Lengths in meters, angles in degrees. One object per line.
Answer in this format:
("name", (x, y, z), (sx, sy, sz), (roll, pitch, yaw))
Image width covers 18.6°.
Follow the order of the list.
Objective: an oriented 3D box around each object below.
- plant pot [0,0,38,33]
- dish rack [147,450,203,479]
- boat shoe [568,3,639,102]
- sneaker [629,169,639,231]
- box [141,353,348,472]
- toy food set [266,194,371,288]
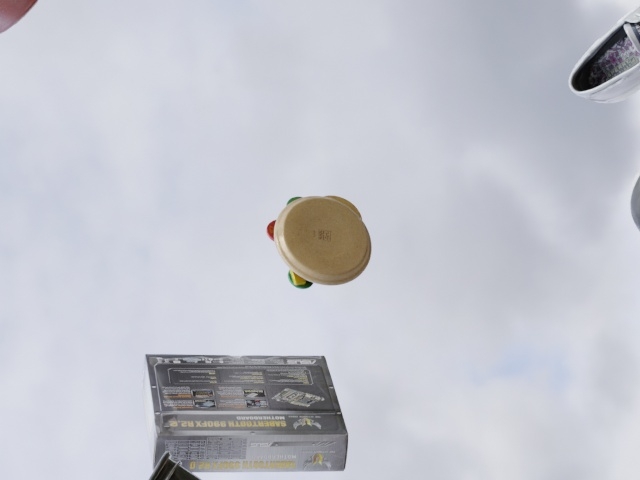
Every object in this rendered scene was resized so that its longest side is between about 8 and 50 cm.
("plant pot", (-0.418, -0.363, 2.082), (0.265, 0.272, 0.272), (30, -132, -32))
("dish rack", (-0.173, 0.336, 1.747), (0.208, 0.074, 0.271), (-58, -6, -36))
("boat shoe", (0.303, -0.191, 1.809), (0.063, 0.184, 0.066), (-6, -111, -49))
("sneaker", (0.306, -0.049, 1.612), (0.270, 0.145, 0.090), (3, -65, -42))
("box", (-0.093, 0.206, 2.353), (0.183, 0.231, 0.056), (-109, 22, -59))
("toy food set", (0.000, 0.000, 1.541), (0.083, 0.020, 0.083), (-6, -117, -22))
